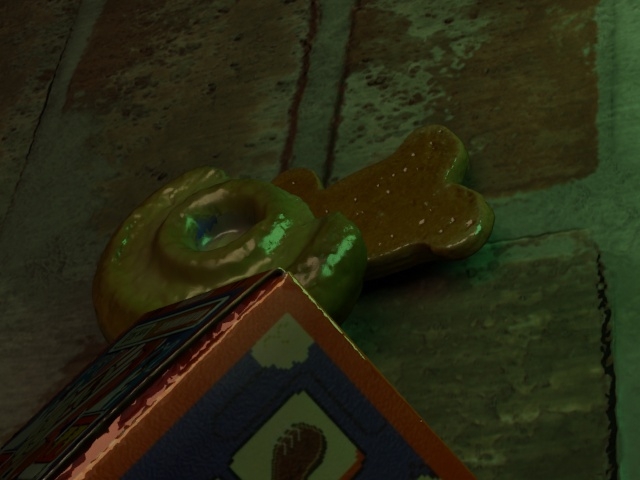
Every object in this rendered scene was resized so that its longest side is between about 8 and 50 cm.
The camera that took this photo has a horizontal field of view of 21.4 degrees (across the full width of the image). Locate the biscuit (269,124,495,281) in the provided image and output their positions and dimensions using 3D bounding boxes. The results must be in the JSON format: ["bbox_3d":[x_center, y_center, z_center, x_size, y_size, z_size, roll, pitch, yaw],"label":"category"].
[{"bbox_3d":[0.001,0.002,1.589,0.324,0.049,0.205,-22,40,8],"label":"biscuit"}]

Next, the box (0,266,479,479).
[{"bbox_3d":[-0.102,0.223,1.147,0.318,0.257,0.348,-46,7,-17],"label":"box"}]

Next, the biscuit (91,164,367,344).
[{"bbox_3d":[-0.098,0.033,1.515,0.274,0.091,0.213,17,57,40],"label":"biscuit"}]
